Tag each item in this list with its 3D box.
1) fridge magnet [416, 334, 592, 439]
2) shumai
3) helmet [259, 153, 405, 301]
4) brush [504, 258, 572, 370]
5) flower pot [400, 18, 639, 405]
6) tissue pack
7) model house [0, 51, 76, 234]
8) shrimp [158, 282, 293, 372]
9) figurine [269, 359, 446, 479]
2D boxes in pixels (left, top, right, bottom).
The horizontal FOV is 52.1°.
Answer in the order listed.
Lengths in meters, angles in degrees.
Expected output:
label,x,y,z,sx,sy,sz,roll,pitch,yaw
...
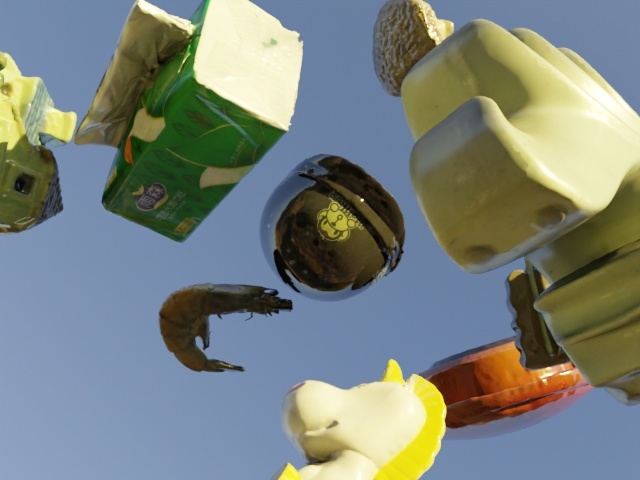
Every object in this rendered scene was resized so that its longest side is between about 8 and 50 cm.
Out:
label,x,y,z,sx,sy,sz,roll,pitch,yaw
fridge magnet,0.313,0.266,1.173,0.363,0.363,0.155,-22,-106,17
shumai,0.148,-0.296,0.976,0.145,0.116,0.146,23,-61,50
helmet,0.000,0.000,1.021,0.230,0.279,0.160,46,-112,3
brush,0.287,0.024,0.901,0.084,0.071,0.301,-20,-112,33
flower pot,0.218,-0.032,0.572,0.367,0.254,0.164,35,-52,-30
tissue pack,-0.141,-0.129,0.638,0.156,0.148,0.209,28,-43,-23
model house,-0.352,-0.113,0.690,0.195,0.189,0.214,-7,-113,33
shrimp,-0.152,0.141,1.060,0.217,0.051,0.150,-3,-85,-5
figurine,0.024,0.164,0.497,0.129,0.178,0.109,2,-49,23
